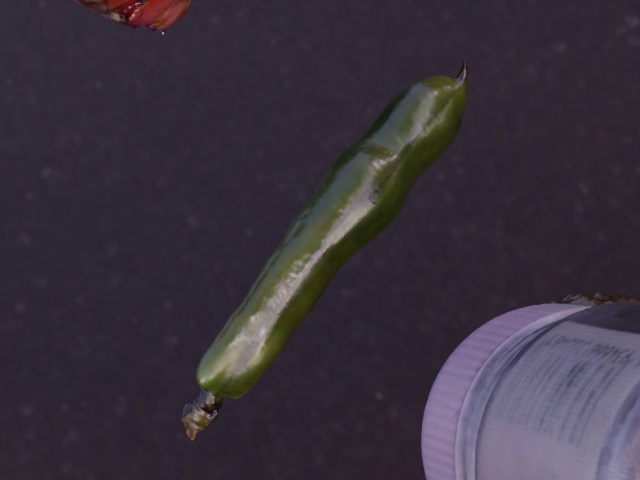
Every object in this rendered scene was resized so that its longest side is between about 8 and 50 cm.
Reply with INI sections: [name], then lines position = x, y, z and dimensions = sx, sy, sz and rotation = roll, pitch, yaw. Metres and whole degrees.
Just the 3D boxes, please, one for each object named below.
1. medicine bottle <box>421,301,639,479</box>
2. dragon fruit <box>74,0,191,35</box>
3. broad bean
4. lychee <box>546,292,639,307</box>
[medicine bottle]
position = 0.161, 0.111, 0.940
dimensions = 0.165, 0.165, 0.273
rotation = -47, 11, -10
[dragon fruit]
position = -0.151, -0.338, 1.556
dimensions = 0.314, 0.296, 0.263
rotation = 39, 101, 22
[broad bean]
position = 0.002, -0.001, 1.297
dimensions = 0.318, 0.056, 0.098
rotation = -51, 5, -8
[lychee]
position = 0.192, 0.124, 1.427
dimensions = 0.171, 0.171, 0.171
rotation = -24, 39, 21
